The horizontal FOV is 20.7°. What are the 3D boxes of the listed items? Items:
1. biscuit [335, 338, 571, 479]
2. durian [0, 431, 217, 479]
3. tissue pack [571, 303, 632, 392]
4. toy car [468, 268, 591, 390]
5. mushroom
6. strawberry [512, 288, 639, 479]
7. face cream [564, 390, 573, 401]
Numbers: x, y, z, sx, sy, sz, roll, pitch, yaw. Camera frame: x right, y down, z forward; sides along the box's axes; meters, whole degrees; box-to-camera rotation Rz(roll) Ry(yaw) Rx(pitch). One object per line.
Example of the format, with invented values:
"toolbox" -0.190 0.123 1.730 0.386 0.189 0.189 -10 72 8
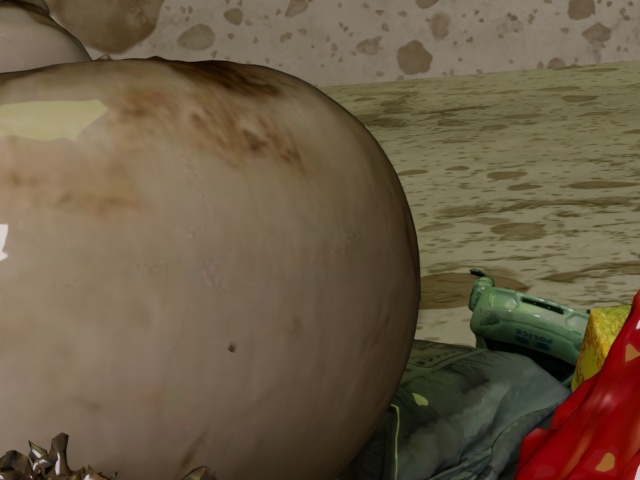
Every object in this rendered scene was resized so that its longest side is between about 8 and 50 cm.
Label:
"biscuit" -0.014 0.098 0.999 0.309 0.079 0.186 5 16 35
"durian" -0.094 0.147 0.560 0.196 0.167 0.196 -8 52 11
"tissue pack" 0.167 0.106 0.678 0.095 0.062 0.176 -7 54 -6
"toy car" 0.128 0.062 1.058 0.093 0.058 0.186 18 -6 10
"mushroom" -0.141 0.021 0.792 0.362 0.295 0.362 -20 -12 -5
"strawberry" 0.154 0.103 0.428 0.310 0.292 0.292 1 10 -10
"face cream" 0.189 0.102 0.861 0.149 0.083 0.264 12 14 6
